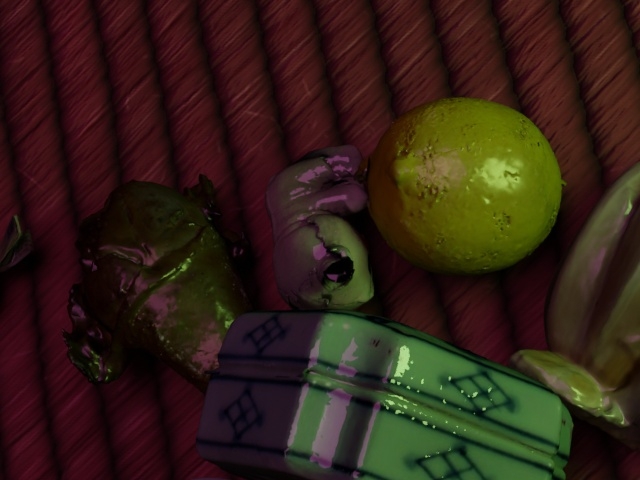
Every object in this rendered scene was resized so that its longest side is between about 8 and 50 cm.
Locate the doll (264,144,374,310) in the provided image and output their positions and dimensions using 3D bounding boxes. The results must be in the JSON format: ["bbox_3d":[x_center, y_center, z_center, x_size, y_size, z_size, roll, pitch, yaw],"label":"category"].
[{"bbox_3d":[0.000,0.000,1.905,0.095,0.149,0.192,4,52,-18],"label":"doll"}]

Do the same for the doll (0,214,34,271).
[{"bbox_3d":[-0.403,0.045,2.103,0.221,0.105,0.115,-13,25,11],"label":"doll"}]

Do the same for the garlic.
[{"bbox_3d":[0.329,0.049,1.760,0.279,0.132,0.325,41,96,34],"label":"garlic"}]

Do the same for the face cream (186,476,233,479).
[{"bbox_3d":[-0.073,0.332,1.804,0.201,0.187,0.201,-8,69,21],"label":"face cream"}]

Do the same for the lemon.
[{"bbox_3d":[0.139,-0.050,1.859,0.173,0.206,0.173,180,90,-65],"label":"lemon"}]

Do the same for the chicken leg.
[{"bbox_3d":[-0.144,0.090,1.952,0.211,0.140,0.361,-28,59,3],"label":"chicken leg"}]

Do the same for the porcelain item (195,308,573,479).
[{"bbox_3d":[0.055,0.163,1.729,0.281,0.286,0.157,-3,67,63],"label":"porcelain item"}]
